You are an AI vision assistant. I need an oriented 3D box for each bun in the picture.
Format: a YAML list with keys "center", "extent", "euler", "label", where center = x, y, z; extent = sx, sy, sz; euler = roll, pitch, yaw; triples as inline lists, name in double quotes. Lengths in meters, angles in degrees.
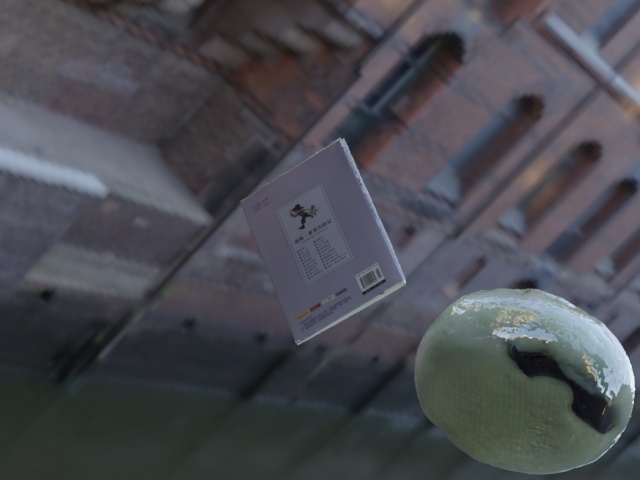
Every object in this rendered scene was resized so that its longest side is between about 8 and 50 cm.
- center: [0.260, 0.154, 2.005]
  extent: [0.283, 0.283, 0.179]
  euler: [40, 47, -18]
  label: "bun"

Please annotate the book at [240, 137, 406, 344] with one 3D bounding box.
- center: [0.000, 0.000, 1.570]
  extent: [0.014, 0.127, 0.181]
  euler: [39, 24, -55]
  label: "book"
